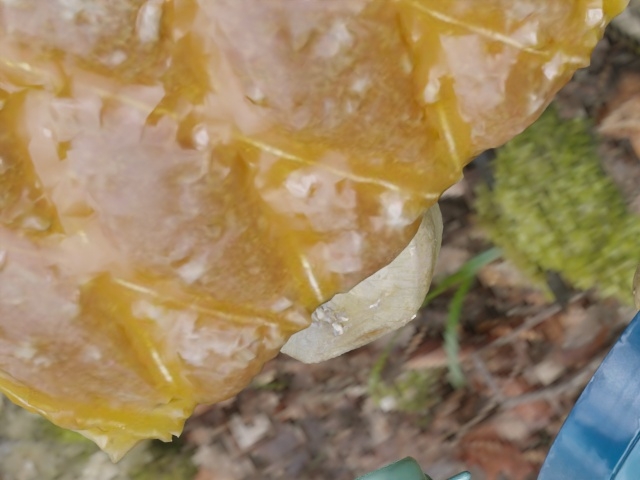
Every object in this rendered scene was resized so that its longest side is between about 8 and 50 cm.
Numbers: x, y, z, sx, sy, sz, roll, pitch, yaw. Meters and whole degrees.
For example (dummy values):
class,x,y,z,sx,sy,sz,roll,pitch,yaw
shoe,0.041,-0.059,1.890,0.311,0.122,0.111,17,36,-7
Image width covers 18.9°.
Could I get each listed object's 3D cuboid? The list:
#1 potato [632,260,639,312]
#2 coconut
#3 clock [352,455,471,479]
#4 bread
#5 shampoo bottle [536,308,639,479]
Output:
class,x,y,z,sx,sy,sz,roll,pitch,yaw
potato,0.402,0.037,2.053,0.118,0.178,0.109,1,120,37
coconut,0.003,-0.001,1.474,0.194,0.194,0.194,14,114,34
clock,0.045,0.261,1.869,0.211,0.159,0.066,-28,83,34
bread,-0.084,-0.109,0.698,0.279,0.279,0.207,-46,35,13
shampoo bottle,0.403,0.185,1.544,0.343,0.331,0.331,38,125,19
